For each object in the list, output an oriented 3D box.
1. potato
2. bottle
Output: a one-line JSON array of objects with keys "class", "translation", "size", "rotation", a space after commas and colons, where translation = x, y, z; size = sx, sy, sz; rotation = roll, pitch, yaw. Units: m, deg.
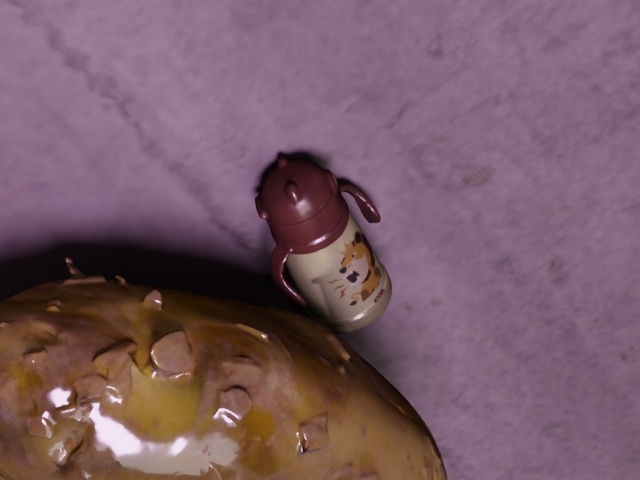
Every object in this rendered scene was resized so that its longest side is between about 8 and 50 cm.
[{"class": "potato", "translation": [-0.058, 0.096, 0.908], "size": [0.192, 0.141, 0.296], "rotation": [-2, 159, 36]}, {"class": "bottle", "translation": [0.000, 0.001, 0.931], "size": [0.047, 0.063, 0.101], "rotation": [-3, 139, 22]}]
